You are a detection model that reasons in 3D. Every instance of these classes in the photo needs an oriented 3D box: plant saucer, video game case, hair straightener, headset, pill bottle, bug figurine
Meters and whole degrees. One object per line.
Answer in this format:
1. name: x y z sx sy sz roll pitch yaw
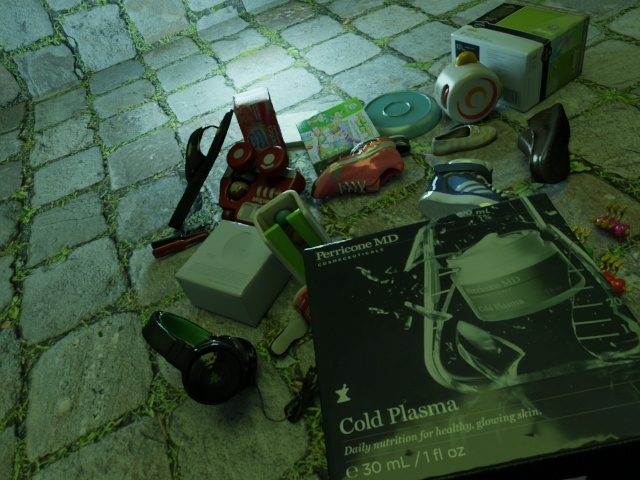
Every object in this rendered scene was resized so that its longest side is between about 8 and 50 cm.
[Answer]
1. plant saucer: 0.280 -0.465 1.861 0.317 0.044 0.318 -10 43 9
2. video game case: -0.120 -0.424 1.959 0.226 0.026 0.206 -5 44 14
3. hair straightener: -0.426 -0.020 1.622 0.230 0.047 0.089 -24 43 -8
4. headset: -0.201 0.258 1.132 0.394 0.243 0.185 33 87 8
5. pill bottle: 0.010 0.177 1.242 0.086 0.086 0.152 -37 55 -20
6. bug figurine: 0.697 0.017 1.203 0.279 0.072 0.216 -33 38 -10

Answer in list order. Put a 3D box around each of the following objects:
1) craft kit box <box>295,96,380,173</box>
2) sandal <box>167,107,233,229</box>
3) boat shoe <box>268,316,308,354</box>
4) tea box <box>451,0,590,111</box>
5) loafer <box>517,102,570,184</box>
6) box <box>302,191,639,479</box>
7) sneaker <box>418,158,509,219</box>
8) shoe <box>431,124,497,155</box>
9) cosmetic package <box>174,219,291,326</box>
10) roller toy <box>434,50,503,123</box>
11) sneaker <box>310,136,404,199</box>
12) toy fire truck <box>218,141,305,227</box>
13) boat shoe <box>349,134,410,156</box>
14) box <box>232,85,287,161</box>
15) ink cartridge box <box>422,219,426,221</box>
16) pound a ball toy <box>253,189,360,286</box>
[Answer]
1. craft kit box: 0.059 -0.372 1.790 0.246 0.061 0.250 -22 50 0
2. sandal: -0.406 -0.253 1.662 0.446 0.107 0.167 -66 13 -11
3. boat shoe: -0.079 0.234 1.252 0.125 0.046 0.038 -45 11 -35
4. tea box: 0.693 -0.660 1.798 0.323 0.220 0.329 -34 46 -17
5. loafer: 0.649 -0.270 1.497 0.130 0.134 0.366 -15 27 38
6. box: 0.244 0.216 0.878 0.479 0.298 0.472 -14 41 4
7. sneaker: 0.452 -0.139 1.399 0.322 0.130 0.236 18 57 39
8. shoe: 0.464 -0.332 1.649 0.218 0.058 0.077 -16 43 1
9. cosmetic package: -0.223 0.084 1.382 0.223 0.138 0.225 13 49 29
10. roller toy: 0.489 -0.507 1.722 0.191 0.209 0.146 -45 38 18
11. sneaker: 0.119 -0.199 1.587 0.313 0.116 0.136 -30 69 -1
12. toy fire truck: -0.207 -0.159 1.630 0.302 0.169 0.254 13 69 30
13. boat shoe: 0.199 -0.295 1.687 0.205 0.075 0.065 -16 39 -5
14. box: -0.205 -0.381 1.770 0.128 0.257 0.123 -15 40 2
15. ink cartridge box: 0.329 0.055 1.217 0.219 0.160 0.093 17 51 31
16. pound a ball toy: 0.000 0.000 1.300 0.208 0.319 0.136 -34 44 4
